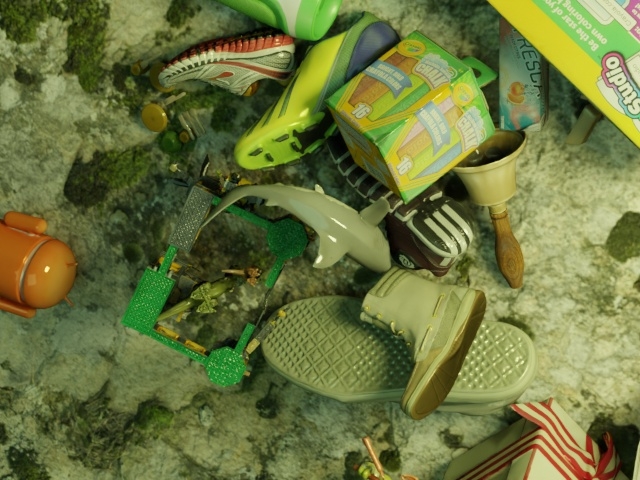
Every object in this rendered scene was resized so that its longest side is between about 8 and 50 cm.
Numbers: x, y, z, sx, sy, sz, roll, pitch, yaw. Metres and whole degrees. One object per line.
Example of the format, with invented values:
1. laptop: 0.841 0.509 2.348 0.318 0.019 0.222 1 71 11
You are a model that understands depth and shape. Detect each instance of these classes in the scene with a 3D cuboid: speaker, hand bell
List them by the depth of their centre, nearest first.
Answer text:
1. speaker: -0.117 -0.386 1.704 0.296 0.131 0.131 25 120 12
2. hand bell: 0.254 -0.032 1.727 0.126 0.126 0.242 -4 122 25

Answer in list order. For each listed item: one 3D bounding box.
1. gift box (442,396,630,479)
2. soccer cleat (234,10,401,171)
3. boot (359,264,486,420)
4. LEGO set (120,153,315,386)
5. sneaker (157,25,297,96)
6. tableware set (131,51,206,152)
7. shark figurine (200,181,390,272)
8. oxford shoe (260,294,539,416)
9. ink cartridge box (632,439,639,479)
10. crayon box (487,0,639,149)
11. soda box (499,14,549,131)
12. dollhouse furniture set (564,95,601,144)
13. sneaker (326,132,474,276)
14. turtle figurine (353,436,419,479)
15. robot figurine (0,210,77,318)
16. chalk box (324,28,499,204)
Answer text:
1. gift box: 0.310 0.402 1.787 0.276 0.255 0.258 45 123 -11
2. soccer cleat: -0.010 -0.209 1.719 0.289 0.093 0.121 -37 62 8
3. boot: 0.125 0.143 1.748 0.165 0.213 0.077 18 157 29
4. LEGO set: -0.159 0.048 1.898 0.254 0.192 0.331 18 98 -2
5. sneaker: -0.139 -0.250 1.796 0.225 0.088 0.093 -7 112 24
6. tableware set: -0.244 -0.215 1.899 0.104 0.024 0.154 -23 103 33
7. shark figurine: -0.017 -0.016 1.695 0.278 0.116 0.166 23 153 -7
8. oxford shoe: 0.118 0.183 1.853 0.449 0.130 0.169 4 69 24
9. ink cartridge box: 0.483 0.290 1.708 0.061 0.181 0.104 10 116 20
10. crayon box: 0.425 -0.297 1.475 0.363 0.106 0.313 44 106 1
11. soda box: 0.275 -0.242 1.633 0.058 0.063 0.183 5 114 22
12. dollhouse furniture set: 0.333 -0.186 1.631 0.081 0.091 0.114 40 126 21
13. sneaker: 0.098 -0.051 1.779 0.281 0.106 0.162 50 156 20
14. turtle figurine: 0.098 0.432 1.996 0.217 0.087 0.269 -25 109 38
15. robot figurine: -0.511 0.042 2.068 0.219 0.128 0.158 19 76 15
16. chalk box: 0.140 -0.182 1.634 0.132 0.213 0.132 43 169 43
